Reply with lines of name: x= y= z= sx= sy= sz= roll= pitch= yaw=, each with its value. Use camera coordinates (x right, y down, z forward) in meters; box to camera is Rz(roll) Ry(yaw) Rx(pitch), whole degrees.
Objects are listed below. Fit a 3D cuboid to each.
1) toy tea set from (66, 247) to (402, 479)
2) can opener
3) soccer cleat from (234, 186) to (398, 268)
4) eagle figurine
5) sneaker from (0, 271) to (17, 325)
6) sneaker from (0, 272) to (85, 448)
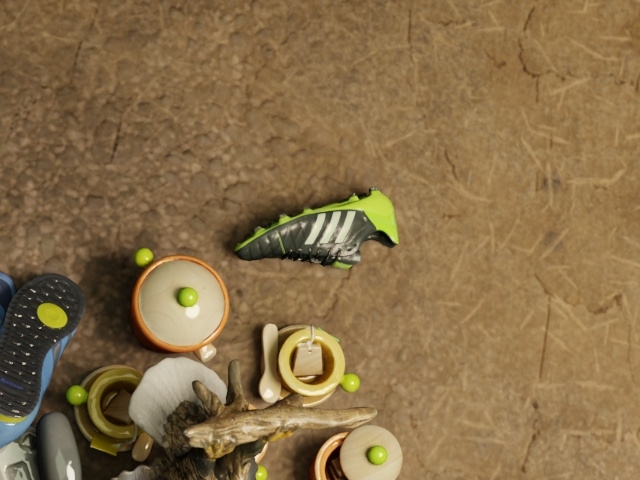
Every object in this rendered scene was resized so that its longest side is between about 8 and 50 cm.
toy tea set: x=-0.068 y=0.143 z=1.839 sx=0.336 sy=0.124 sz=0.200 roll=19 pitch=73 yaw=-11
can opener: x=-0.240 y=0.304 z=1.775 sx=0.074 sy=0.093 sz=0.280 roll=-16 pitch=87 yaw=-20
soccer cleat: x=0.000 y=0.000 z=1.928 sx=0.179 sy=0.060 sz=0.072 roll=-17 pitch=84 yaw=-22
eagle figurine: x=-0.100 y=0.277 z=1.731 sx=0.226 sy=0.298 sz=0.225 roll=18 pitch=29 yaw=8
sneaker: x=-0.334 y=0.092 z=1.809 sx=0.053 sy=0.059 sz=0.144 roll=30 pitch=69 yaw=-6
sneaker: x=-0.287 y=0.116 z=1.802 sx=0.069 sy=0.082 sz=0.209 roll=27 pitch=41 yaw=-8
